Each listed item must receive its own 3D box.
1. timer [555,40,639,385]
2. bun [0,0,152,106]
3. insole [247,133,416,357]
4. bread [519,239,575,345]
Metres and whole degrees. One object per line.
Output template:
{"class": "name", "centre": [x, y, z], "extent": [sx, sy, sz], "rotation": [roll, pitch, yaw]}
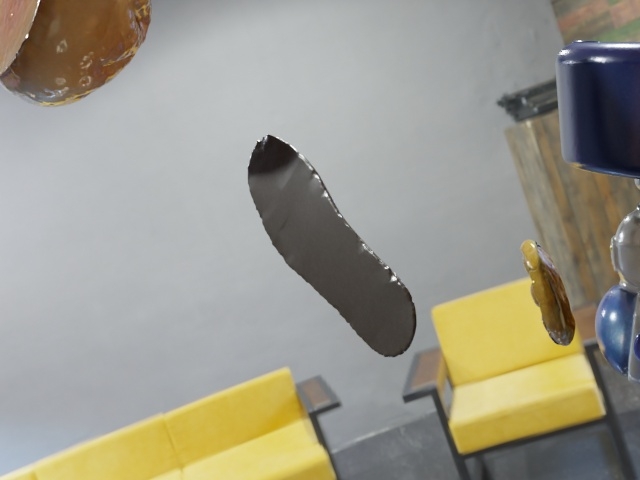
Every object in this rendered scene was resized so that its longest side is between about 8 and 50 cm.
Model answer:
{"class": "timer", "centre": [0.379, -0.020, 0.917], "extent": [0.270, 0.384, 0.270], "rotation": [2, 12, 0]}
{"class": "bun", "centre": [-0.300, -0.306, 1.067], "extent": [0.164, 0.299, 0.299], "rotation": [17, -20, -35]}
{"class": "insole", "centre": [0.000, 0.000, 0.878], "extent": [0.007, 0.328, 0.111], "rotation": [-2, -53, -37]}
{"class": "bread", "centre": [0.213, 0.047, 0.786], "extent": [0.024, 0.110, 0.110], "rotation": [-21, 3, 22]}
